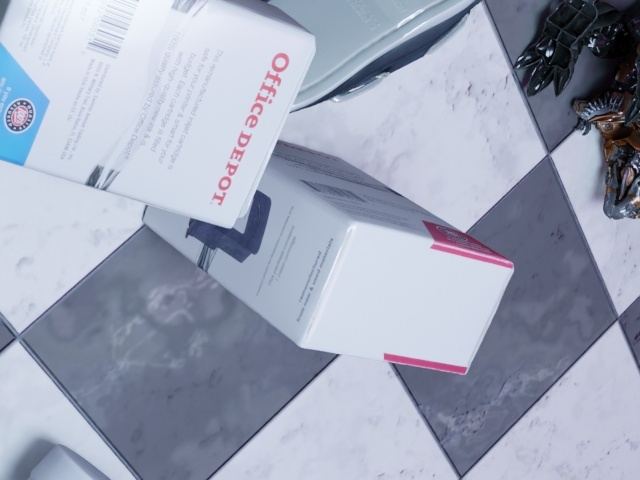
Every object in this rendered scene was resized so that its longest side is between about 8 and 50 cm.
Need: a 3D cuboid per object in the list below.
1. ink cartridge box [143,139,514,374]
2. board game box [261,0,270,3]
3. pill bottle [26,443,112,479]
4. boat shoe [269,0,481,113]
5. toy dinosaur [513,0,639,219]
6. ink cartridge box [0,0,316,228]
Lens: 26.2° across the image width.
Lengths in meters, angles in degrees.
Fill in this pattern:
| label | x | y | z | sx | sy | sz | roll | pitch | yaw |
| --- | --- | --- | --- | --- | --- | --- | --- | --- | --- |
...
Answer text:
| label | x | y | z | sx | sy | sz | roll | pitch | yaw |
| --- | --- | --- | --- | --- | --- | --- | --- | --- | --- |
| ink cartridge box | 0.000 | 0.000 | 1.053 | 0.172 | 0.237 | 0.100 | 14 | 104 | -41 |
| board game box | -0.147 | -0.192 | 0.956 | 0.243 | 0.042 | 0.165 | -34 | 128 | -9 |
| pill bottle | -0.247 | 0.296 | 1.051 | 0.272 | 0.152 | 0.152 | -49 | 131 | -8 |
| boat shoe | 0.001 | -0.153 | 1.074 | 0.302 | 0.114 | 0.091 | -22 | 164 | -11 |
| toy dinosaur | 0.311 | -0.176 | 1.304 | 0.218 | 0.164 | 0.322 | -11 | 98 | -50 |
| ink cartridge box | -0.127 | -0.112 | 0.917 | 0.203 | 0.086 | 0.148 | 17 | 106 | -29 |
